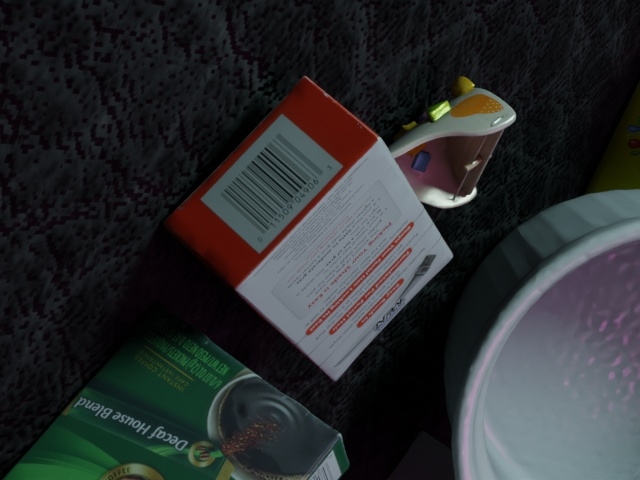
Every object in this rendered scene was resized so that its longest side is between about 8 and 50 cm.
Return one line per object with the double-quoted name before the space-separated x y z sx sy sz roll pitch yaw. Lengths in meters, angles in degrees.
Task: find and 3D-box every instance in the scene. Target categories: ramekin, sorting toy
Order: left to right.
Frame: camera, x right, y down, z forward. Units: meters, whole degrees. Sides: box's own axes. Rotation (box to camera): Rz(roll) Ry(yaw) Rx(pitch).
"sorting toy" 0.053 -0.045 0.845 0.075 0.045 0.083 -28 161 -23
"ramekin" 0.212 0.098 1.055 0.277 0.277 0.135 -63 -167 14

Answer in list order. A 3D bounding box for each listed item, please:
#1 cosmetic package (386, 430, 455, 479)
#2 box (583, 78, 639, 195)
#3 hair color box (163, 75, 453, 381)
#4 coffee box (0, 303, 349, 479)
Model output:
"cosmetic package" 0.162 0.236 1.169 0.060 0.239 0.099 -53 157 -5
"box" 0.333 -0.017 1.268 0.279 0.177 0.290 -14 132 -59
"hair color box" 0.000 0.000 0.759 0.093 0.053 0.167 -46 155 -3
"coffee box" -0.086 0.129 0.692 0.184 0.113 0.040 -48 157 -18
